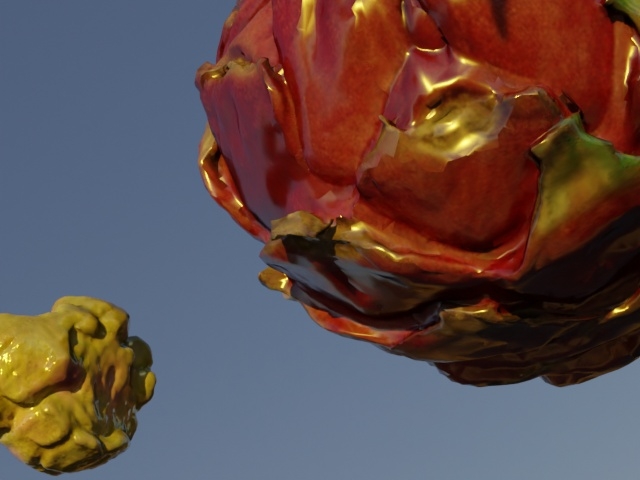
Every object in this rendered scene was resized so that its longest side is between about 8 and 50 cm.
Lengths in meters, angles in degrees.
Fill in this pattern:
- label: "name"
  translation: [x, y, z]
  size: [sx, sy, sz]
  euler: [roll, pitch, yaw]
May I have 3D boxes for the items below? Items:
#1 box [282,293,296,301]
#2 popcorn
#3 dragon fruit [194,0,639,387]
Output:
- label: "box"
  translation: [0.000, 0.000, 0.947]
  size: [0.037, 0.105, 0.105]
  euler: [14, -52, -13]
- label: "popcorn"
  translation: [-0.146, 0.081, 0.664]
  size: [0.089, 0.097, 0.109]
  euler: [-25, -20, 27]
- label: "dragon fruit"
  translation: [0.092, -0.073, 0.691]
  size: [0.329, 0.329, 0.329]
  euler: [-18, -40, -16]
